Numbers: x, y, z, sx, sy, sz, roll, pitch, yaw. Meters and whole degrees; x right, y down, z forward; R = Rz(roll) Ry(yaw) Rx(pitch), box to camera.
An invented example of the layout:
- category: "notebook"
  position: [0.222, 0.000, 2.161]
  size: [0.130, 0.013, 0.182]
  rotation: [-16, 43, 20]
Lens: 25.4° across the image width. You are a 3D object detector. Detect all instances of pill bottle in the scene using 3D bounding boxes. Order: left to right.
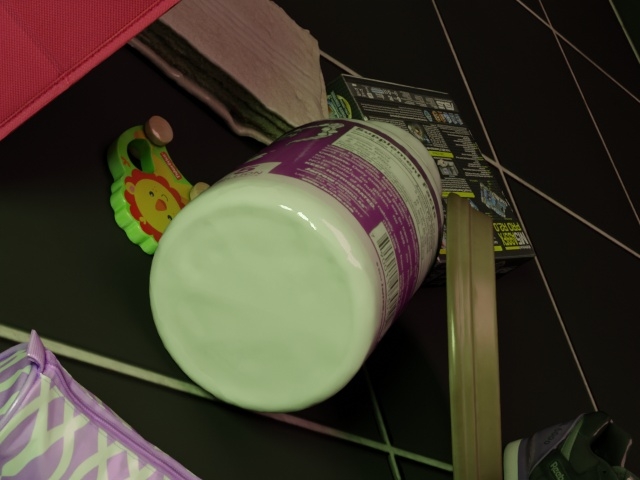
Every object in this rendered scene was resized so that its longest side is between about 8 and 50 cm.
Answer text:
- category: "pill bottle"
  position: [0.000, 0.000, 1.094]
  size: [0.169, 0.169, 0.301]
  rotation: [55, 24, -4]

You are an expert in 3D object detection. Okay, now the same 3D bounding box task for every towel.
- category: "towel"
  position: [-0.096, -0.192, 1.293]
  size: [0.282, 0.049, 0.187]
  rotation: [37, 30, -34]

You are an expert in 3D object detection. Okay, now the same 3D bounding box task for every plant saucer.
- category: "plant saucer"
  position: [0.130, 0.097, 1.194]
  size: [0.278, 0.041, 0.278]
  rotation: [-3, 90, -84]

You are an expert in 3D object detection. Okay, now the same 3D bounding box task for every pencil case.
- category: "pencil case"
  position: [-0.117, 0.141, 0.810]
  size: [0.206, 0.088, 0.086]
  rotation: [41, 27, -29]

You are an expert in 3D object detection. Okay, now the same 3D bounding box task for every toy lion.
- category: "toy lion"
  position: [-0.128, -0.037, 1.074]
  size: [0.100, 0.034, 0.096]
  rotation: [57, 32, 0]

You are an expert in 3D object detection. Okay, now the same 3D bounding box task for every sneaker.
- category: "sneaker"
  position: [0.230, 0.256, 1.262]
  size: [0.107, 0.124, 0.283]
  rotation: [44, 28, -25]

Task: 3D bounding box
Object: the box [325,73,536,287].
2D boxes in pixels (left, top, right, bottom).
- category: "box"
  position: [0.108, -0.059, 1.492]
  size: [0.270, 0.060, 0.216]
  rotation: [-3, 64, -61]

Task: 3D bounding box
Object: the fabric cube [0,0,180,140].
- category: "fabric cube"
  position: [-0.200, -0.239, 0.905]
  size: [0.258, 0.259, 0.254]
  rotation: [51, 24, -13]
